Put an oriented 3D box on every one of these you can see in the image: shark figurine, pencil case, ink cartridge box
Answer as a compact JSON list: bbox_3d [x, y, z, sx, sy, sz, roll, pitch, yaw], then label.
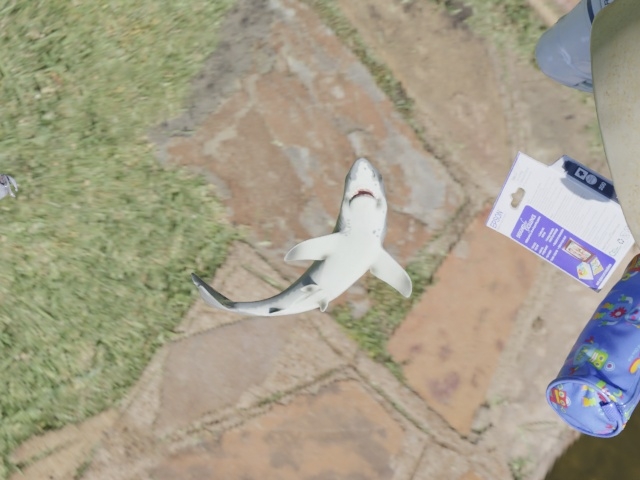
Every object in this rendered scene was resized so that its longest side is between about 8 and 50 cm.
[{"bbox_3d":[-0.007,0.024,1.398,0.278,0.116,0.166,-35,115,20],"label":"shark figurine"},{"bbox_3d":[0.460,0.148,1.784,0.306,0.133,0.119,-50,117,-28],"label":"pencil case"},{"bbox_3d":[0.365,-0.036,1.780,0.208,0.206,0.045,31,60,10],"label":"ink cartridge box"}]

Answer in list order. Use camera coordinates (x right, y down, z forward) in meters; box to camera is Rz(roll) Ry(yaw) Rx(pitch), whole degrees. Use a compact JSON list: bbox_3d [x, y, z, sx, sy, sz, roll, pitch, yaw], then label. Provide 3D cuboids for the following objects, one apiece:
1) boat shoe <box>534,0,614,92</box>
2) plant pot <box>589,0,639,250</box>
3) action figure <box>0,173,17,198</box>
[{"bbox_3d":[0.208,-0.127,0.759,0.226,0.076,0.083,2,71,-52],"label":"boat shoe"},{"bbox_3d":[0.271,-0.075,0.528,0.256,0.274,0.256,39,44,-53],"label":"plant pot"},{"bbox_3d":[-0.512,-0.121,1.536,0.285,0.185,0.099,28,90,-34],"label":"action figure"}]
